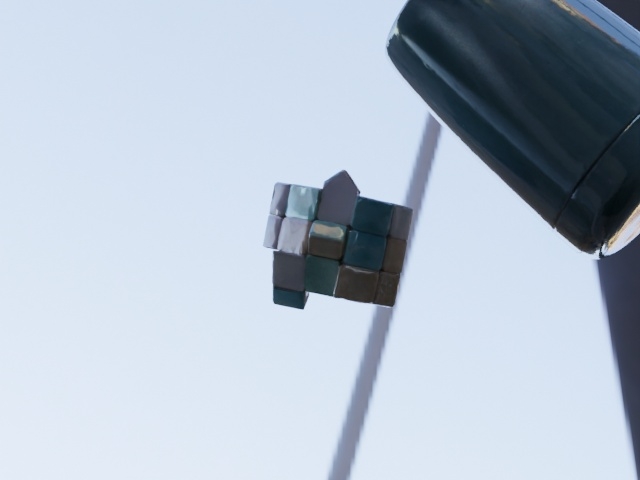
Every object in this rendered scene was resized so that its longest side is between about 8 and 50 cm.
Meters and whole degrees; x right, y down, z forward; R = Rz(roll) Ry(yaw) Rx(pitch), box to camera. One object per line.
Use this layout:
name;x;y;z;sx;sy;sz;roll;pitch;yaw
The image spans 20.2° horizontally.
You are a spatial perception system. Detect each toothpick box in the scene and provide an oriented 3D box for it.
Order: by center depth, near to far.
toothpick box;0.129;-0.087;1.037;0.184;0.120;0.120;42;-51;16

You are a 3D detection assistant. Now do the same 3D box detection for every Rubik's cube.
Rubik's cube;0.001;0.002;1.042;0.073;0.075;0.084;11;-18;-39
